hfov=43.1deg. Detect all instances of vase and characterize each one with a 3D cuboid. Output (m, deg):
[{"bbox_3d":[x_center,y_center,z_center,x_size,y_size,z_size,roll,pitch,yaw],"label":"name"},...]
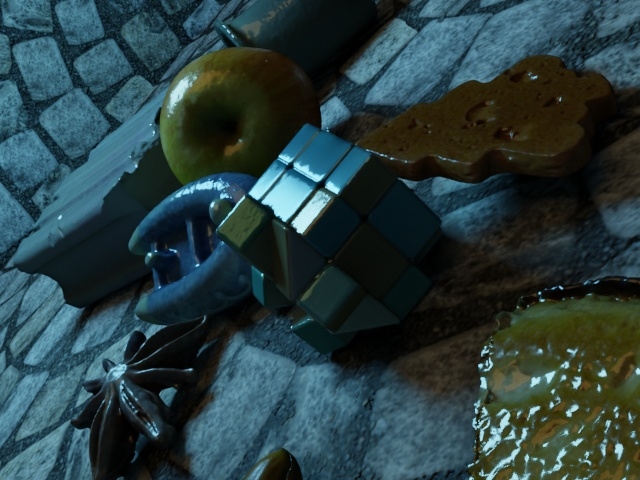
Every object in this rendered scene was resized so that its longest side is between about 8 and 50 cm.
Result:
[{"bbox_3d":[-0.037,-0.442,1.694,0.291,0.245,0.245,-38,25,-2],"label":"vase"}]

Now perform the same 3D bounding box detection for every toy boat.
[{"bbox_3d":[-0.197,0.009,1.260,0.330,0.123,0.215,-21,67,34],"label":"toy boat"}]

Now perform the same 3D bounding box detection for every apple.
[{"bbox_3d":[-0.135,-0.195,1.401,0.286,0.286,0.233,-42,2,11],"label":"apple"}]

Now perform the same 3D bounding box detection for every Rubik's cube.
[{"bbox_3d":[0.000,0.000,0.962,0.213,0.224,0.265,-51,30,-1],"label":"Rubik's cube"}]

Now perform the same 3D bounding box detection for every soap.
[{"bbox_3d":[-0.415,-0.078,1.734,0.435,0.213,0.350,-26,35,38],"label":"soap"}]

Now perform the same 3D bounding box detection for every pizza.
[{"bbox_3d":[0.256,0.153,0.498,0.392,0.080,0.434,-26,33,38],"label":"pizza"}]

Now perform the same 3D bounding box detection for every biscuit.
[{"bbox_3d":[0.189,-0.132,0.958,0.307,0.043,0.284,-11,32,18],"label":"biscuit"}]

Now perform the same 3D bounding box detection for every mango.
[{"bbox_3d":[-0.065,0.287,0.804,0.105,0.084,0.159,-47,-1,40],"label":"mango"}]

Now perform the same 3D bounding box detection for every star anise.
[{"bbox_3d":[-0.257,0.230,1.163,0.199,0.110,0.257,-19,41,19],"label":"star anise"}]

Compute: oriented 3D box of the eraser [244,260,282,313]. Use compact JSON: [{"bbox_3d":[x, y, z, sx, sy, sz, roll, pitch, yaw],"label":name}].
[{"bbox_3d":[-0.058,0.022,1.117,0.023,0.150,0.103,18,61,22],"label":"eraser"}]
